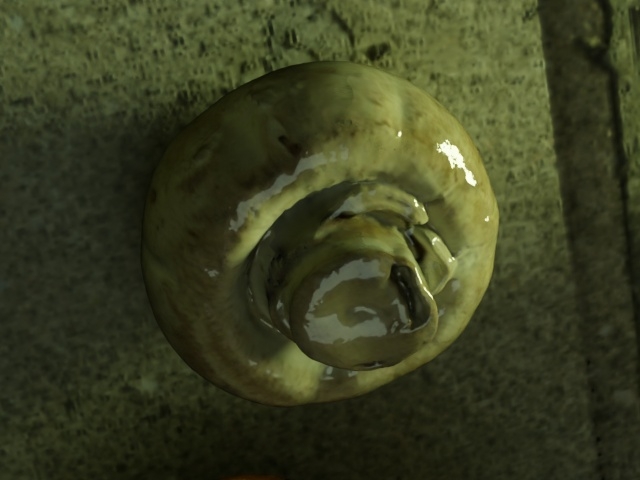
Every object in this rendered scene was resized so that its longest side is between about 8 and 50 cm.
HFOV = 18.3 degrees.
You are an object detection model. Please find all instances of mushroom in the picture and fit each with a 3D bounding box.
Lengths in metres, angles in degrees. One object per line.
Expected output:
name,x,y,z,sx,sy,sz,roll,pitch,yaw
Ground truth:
mushroom,0.000,0.000,0.896,0.166,0.127,0.166,-6,114,-13

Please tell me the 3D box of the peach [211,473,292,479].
peach,0.002,0.285,0.930,0.342,0.343,0.302,26,88,-28
